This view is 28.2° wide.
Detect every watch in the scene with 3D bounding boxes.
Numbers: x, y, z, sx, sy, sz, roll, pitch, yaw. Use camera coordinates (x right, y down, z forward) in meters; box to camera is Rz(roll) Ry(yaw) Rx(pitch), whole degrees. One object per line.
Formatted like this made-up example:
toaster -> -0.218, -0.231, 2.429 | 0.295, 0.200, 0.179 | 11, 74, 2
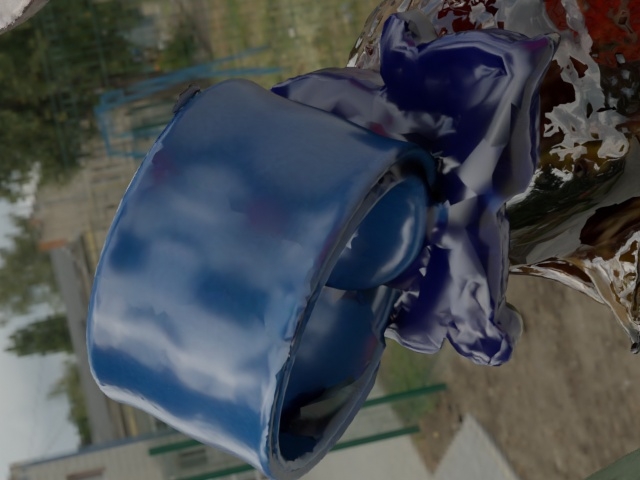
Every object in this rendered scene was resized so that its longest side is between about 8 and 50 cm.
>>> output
watch -> -0.006, 0.004, 0.591 | 0.200, 0.171, 0.196 | -42, -39, -48

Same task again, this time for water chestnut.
water chestnut -> 0.186, -0.072, 0.869 | 0.350, 0.350, 0.302 | 104, 156, -74

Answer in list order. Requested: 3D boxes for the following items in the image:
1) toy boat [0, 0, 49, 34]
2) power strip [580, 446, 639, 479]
toy boat -> -0.190, -0.208, 0.680 | 0.085, 0.155, 0.227 | -76, 11, -48
power strip -> 0.076, 0.167, 0.533 | 0.053, 0.288, 0.093 | 48, -151, -8
